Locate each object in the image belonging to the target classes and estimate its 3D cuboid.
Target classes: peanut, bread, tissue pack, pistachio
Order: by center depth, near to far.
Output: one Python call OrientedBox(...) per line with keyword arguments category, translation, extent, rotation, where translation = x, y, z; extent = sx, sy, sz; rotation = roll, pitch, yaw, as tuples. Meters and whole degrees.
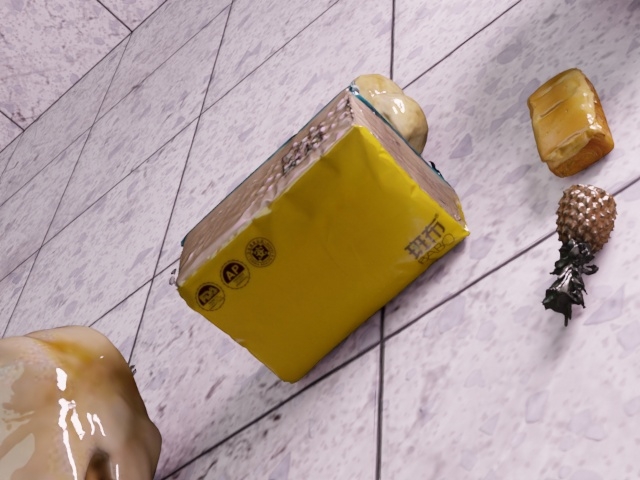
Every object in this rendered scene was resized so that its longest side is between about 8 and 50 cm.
OrientedBox(category="bread", translation=(0.251, -0.120, 1.156), extent=(0.074, 0.053, 0.132), rotation=(-35, 29, 27))
OrientedBox(category="tissue pack", translation=(0.000, 0.000, 1.228), extent=(0.271, 0.192, 0.134), rotation=(-42, 23, 15))
OrientedBox(category="pistachio", translation=(-0.351, 0.305, 1.299), extent=(0.365, 0.281, 0.446), rotation=(11, 76, 53))
OrientedBox(category="peanut", translation=(0.076, -0.149, 1.433), extent=(0.098, 0.103, 0.229), rotation=(-56, 21, 9))

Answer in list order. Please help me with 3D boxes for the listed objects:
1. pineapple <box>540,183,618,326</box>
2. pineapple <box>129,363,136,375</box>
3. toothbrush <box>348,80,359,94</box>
OrientedBox(category="pineapple", translation=(0.222, 0.011, 1.009), extent=(0.058, 0.058, 0.124), rotation=(-14, 41, 51))
OrientedBox(category="pineapple", translation=(-0.341, 0.189, 1.646), extent=(0.197, 0.108, 0.108), rotation=(5, 57, 48))
OrientedBox(category="toothbrush", translation=(0.017, -0.100, 1.419), extent=(0.019, 0.016, 0.220), rotation=(-103, 23, -52))
